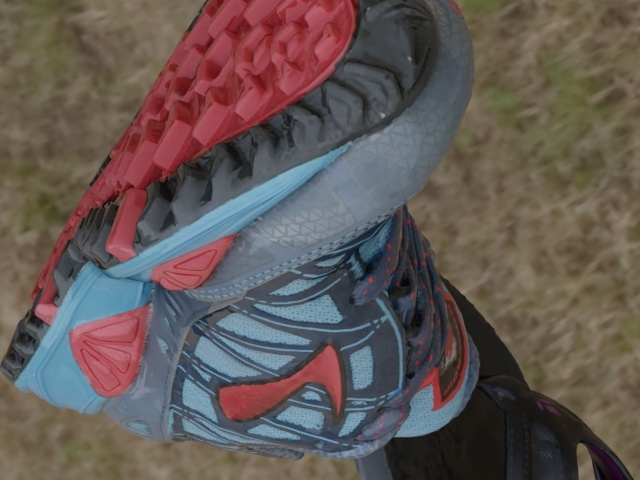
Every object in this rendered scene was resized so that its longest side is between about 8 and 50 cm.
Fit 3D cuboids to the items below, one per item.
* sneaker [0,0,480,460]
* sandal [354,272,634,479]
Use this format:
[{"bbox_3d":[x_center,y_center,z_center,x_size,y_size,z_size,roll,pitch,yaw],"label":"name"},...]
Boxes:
[{"bbox_3d":[0.000,0.000,0.507,0.125,0.104,0.262,26,158,-10],"label":"sneaker"},{"bbox_3d":[0.144,0.207,1.008,0.107,0.167,0.445,-24,88,33],"label":"sandal"}]
